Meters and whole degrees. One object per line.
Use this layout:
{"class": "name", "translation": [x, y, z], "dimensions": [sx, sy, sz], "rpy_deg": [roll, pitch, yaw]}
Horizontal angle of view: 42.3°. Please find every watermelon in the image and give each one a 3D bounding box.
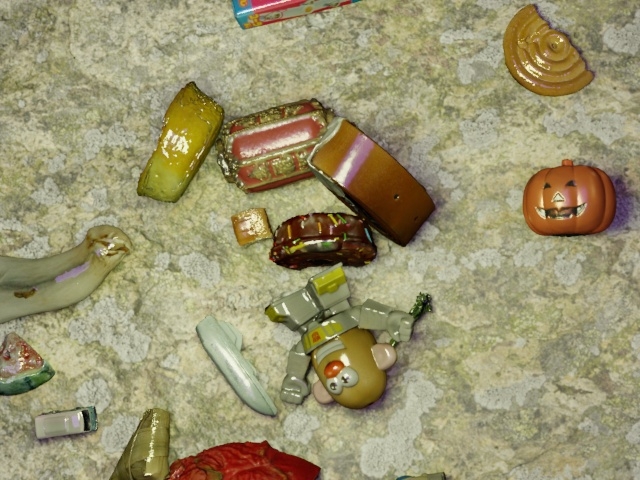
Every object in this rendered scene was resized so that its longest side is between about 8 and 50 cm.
{"class": "watermelon", "translation": [-0.693, 0.274, 1.841], "dimensions": [0.187, 0.071, 0.139], "rpy_deg": [-13, 79, 4]}

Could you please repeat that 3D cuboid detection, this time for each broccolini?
{"class": "broccolini", "translation": [0.167, 0.202, 1.794], "dimensions": [0.042, 0.044, 0.218], "rpy_deg": [39, 94, -8]}

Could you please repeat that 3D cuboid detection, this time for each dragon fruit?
{"class": "dragon fruit", "translation": [-0.204, 0.575, 1.730], "dimensions": [0.330, 0.302, 0.240], "rpy_deg": [12, 118, 21]}

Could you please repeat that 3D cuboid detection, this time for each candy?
{"class": "candy", "translation": [-0.054, -0.593, 1.854], "dimensions": [0.305, 0.100, 0.157], "rpy_deg": [-14, 82, 4]}

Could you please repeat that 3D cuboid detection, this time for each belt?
{"class": "belt", "translation": [0.105, -0.116, 1.686], "dimensions": [0.122, 0.338, 0.217], "rpy_deg": [-52, 50, -2]}

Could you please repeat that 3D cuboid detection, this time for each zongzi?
{"class": "zongzi", "translation": [-0.401, 0.453, 1.808], "dimensions": [0.176, 0.078, 0.160], "rpy_deg": [-20, 54, 35]}

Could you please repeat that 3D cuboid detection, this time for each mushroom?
{"class": "mushroom", "translation": [-0.602, 0.074, 1.824], "dimensions": [0.397, 0.126, 0.177], "rpy_deg": [-10, 75, 7]}

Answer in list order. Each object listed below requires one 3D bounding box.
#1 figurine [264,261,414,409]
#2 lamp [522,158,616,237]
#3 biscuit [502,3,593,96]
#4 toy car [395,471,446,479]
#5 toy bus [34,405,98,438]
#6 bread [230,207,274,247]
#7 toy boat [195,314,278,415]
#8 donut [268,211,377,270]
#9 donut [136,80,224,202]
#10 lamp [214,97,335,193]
{"class": "figurine", "translation": [0.036, 0.217, 1.730], "dimensions": [0.167, 0.342, 0.285], "rpy_deg": [-20, 78, -42]}
{"class": "lamp", "translation": [0.514, -0.089, 1.715], "dimensions": [0.187, 0.187, 0.164], "rpy_deg": [-2, 84, 5]}
{"class": "biscuit", "translation": [0.482, -0.405, 1.823], "dimensions": [0.144, 0.033, 0.224], "rpy_deg": [-36, 82, 0]}
{"class": "toy car", "translation": [0.191, 0.654, 1.646], "dimensions": [0.226, 0.242, 0.336], "rpy_deg": [-12, 85, 6]}
{"class": "toy bus", "translation": [-0.558, 0.399, 1.811], "dimensions": [0.123, 0.075, 0.060], "rpy_deg": [-9, 84, 4]}
{"class": "bread", "translation": [-0.149, -0.028, 1.817], "dimensions": [0.083, 0.077, 0.070], "rpy_deg": [-18, 80, 2]}
{"class": "toy boat", "translation": [-0.172, 0.272, 1.793], "dimensions": [0.085, 0.078, 0.260], "rpy_deg": [-33, 80, -22]}
{"class": "donut", "translation": [0.001, 0.000, 1.742], "dimensions": [0.230, 0.216, 0.096], "rpy_deg": [-6, 74, 19]}
{"class": "donut", "translation": [-0.289, -0.195, 1.763], "dimensions": [0.107, 0.272, 0.272], "rpy_deg": [27, 87, -4]}
{"class": "lamp", "translation": [-0.086, -0.202, 1.787], "dimensions": [0.274, 0.177, 0.177], "rpy_deg": [-15, 83, 1]}
